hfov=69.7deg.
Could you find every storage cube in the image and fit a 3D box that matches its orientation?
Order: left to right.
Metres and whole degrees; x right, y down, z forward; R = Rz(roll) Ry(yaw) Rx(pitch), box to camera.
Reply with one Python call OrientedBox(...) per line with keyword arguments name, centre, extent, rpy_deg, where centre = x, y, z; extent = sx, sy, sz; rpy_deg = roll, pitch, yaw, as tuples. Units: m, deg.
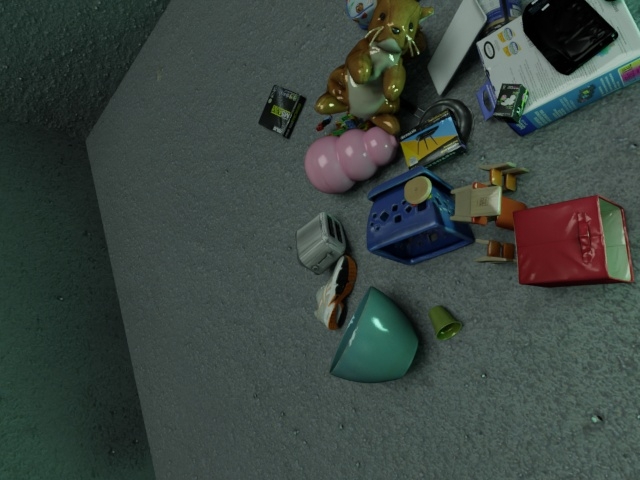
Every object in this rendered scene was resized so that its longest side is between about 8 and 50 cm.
OrientedBox(name="storage cube", centre=(0.596, 0.014, 1.090), extent=(0.193, 0.215, 0.184), rpy_deg=(-12, 75, 45))

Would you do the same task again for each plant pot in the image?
OrientedBox(name="plant pot", centre=(0.176, 0.309, 1.382), extent=(0.195, 0.290, 0.290), rpy_deg=(26, 102, 3))
OrientedBox(name="plant pot", centre=(0.281, -0.074, 1.362), extent=(0.236, 0.236, 0.212), rpy_deg=(-23, 62, 36))
OrientedBox(name="plant pot", centre=(0.356, 0.234, 1.346), extent=(0.083, 0.083, 0.079), rpy_deg=(-49, 43, 23))

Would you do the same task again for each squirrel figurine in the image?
OrientedBox(name="squirrel figurine", centre=(0.192, -0.593, 1.439), extent=(0.397, 0.281, 0.370), rpy_deg=(-68, -3, -46))

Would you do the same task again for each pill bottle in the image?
OrientedBox(name="pill bottle", centre=(0.515, -0.677, 1.336), extent=(0.122, 0.122, 0.219), rpy_deg=(-13, 73, 38))

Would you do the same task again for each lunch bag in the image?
OrientedBox(name="lunch bag", centre=(0.227, -0.926, 1.637), extent=(0.303, 0.115, 0.243), rpy_deg=(-16, 70, 39))

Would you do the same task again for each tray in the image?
OrientedBox(name="tray", centre=(0.414, -0.589, 1.391), extent=(0.270, 0.030, 0.145), rpy_deg=(117, 149, -53))

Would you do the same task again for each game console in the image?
OrientedBox(name="game console", centre=(0.661, -0.573, 1.052), extent=(0.361, 0.044, 0.213), rpy_deg=(-39, 62, 30))

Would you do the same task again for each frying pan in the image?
OrientedBox(name="frying pan", centre=(0.360, -0.410, 1.474), extent=(0.197, 0.053, 0.326), rpy_deg=(-36, 64, 30))

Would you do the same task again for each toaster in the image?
OrientedBox(name="toaster", centre=(0.000, 0.000, 1.640), extent=(0.146, 0.129, 0.227), rpy_deg=(-38, 35, 25))

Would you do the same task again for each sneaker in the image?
OrientedBox(name="sneaker", centre=(0.037, 0.173, 1.615), extent=(0.121, 0.099, 0.262), rpy_deg=(19, 93, 45))

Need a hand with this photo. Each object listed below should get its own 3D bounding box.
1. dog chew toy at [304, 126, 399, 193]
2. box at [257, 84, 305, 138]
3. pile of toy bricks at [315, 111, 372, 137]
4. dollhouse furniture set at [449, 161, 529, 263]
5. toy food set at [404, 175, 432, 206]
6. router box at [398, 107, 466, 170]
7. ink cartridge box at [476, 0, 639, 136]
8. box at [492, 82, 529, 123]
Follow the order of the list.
OrientedBox(name="dog chew toy", centre=(0.110, -0.287, 1.572), extent=(0.331, 0.206, 0.207), rpy_deg=(-18, 71, 29))
OrientedBox(name="box", centre=(-0.167, -0.548, 1.949), extent=(0.190, 0.045, 0.184), rpy_deg=(36, 103, 39))
OrientedBox(name="pile of toy bricks", centre=(0.090, -0.430, 1.683), extent=(0.212, 0.118, 0.105), rpy_deg=(-2, 48, 49))
OrientedBox(name="dollhouse furniture set", centre=(0.463, -0.074, 1.184), extent=(0.135, 0.259, 0.262), rpy_deg=(-2, 83, 50))
OrientedBox(name="toy food set", centre=(0.261, -0.133, 1.235), extent=(0.083, 0.020, 0.083), rpy_deg=(-17, 60, 35))
OrientedBox(name="router box", centre=(0.341, -0.302, 1.413), extent=(0.179, 0.046, 0.133), rpy_deg=(-26, 70, 35))
OrientedBox(name="ink cartridge box", centre=(0.594, -0.464, 1.211), extent=(0.395, 0.151, 0.270), rpy_deg=(-24, 68, 33))
OrientedBox(name="box", centre=(0.478, -0.343, 1.154), extent=(0.052, 0.062, 0.083), rpy_deg=(21, 98, 41))
